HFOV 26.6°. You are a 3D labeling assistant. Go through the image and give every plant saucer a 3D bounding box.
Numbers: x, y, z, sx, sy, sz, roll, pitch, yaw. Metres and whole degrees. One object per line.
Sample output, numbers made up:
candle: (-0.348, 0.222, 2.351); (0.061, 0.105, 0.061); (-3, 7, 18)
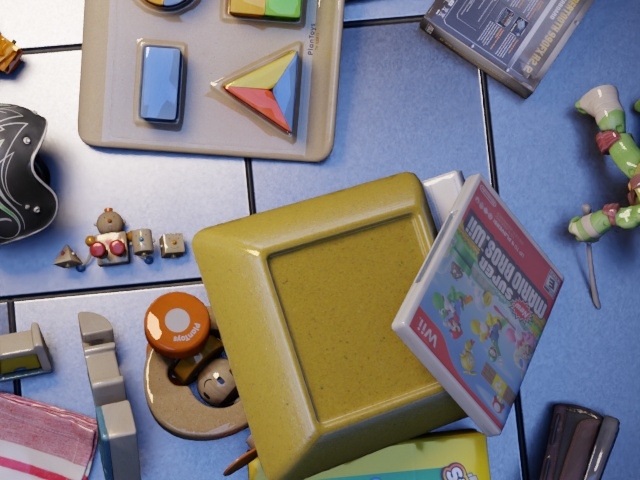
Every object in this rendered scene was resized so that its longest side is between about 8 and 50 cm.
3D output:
plant saucer: (0.046, 0.099, 1.682); (0.333, 0.081, 0.333); (-17, 87, -24)

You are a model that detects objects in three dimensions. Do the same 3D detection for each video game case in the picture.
video game case: (0.208, 0.077, 1.716); (0.204, 0.025, 0.285); (49, 47, -20)

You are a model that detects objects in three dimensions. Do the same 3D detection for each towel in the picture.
towel: (-0.441, 0.364, 1.771); (0.237, 0.037, 0.329); (15, 85, -1)

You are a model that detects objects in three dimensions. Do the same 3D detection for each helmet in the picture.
helmet: (-0.416, -0.091, 1.732); (0.169, 0.169, 0.161); (-21, 117, -4)

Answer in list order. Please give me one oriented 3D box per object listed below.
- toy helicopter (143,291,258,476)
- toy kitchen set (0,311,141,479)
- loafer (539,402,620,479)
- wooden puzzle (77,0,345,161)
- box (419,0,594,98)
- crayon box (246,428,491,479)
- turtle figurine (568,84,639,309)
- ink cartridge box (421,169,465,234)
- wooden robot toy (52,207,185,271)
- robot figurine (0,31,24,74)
toy helicopter: (-0.049, 0.166, 1.737); (0.355, 0.140, 0.235); (-14, 67, -13)
toy kitchen set: (-0.332, 0.215, 1.731); (0.166, 0.122, 0.207); (-10, 48, -12)
loafer: (0.297, 0.352, 1.766); (0.095, 0.109, 0.302); (23, 67, 15)
wooden puzzle: (-0.145, -0.273, 1.786); (0.348, 0.080, 0.322); (4, 96, -2)
box: (0.274, -0.340, 1.847); (0.183, 0.056, 0.231); (34, 85, -1)
crayon box: (0.074, 0.441, 1.755); (0.313, 0.106, 0.363); (-5, 85, -4)
turtle figurine: (0.429, -0.060, 1.813); (0.198, 0.274, 0.266); (-16, 65, 18)
ink cartridge box: (0.110, 0.023, 1.826); (0.224, 0.056, 0.181); (-18, 87, 15)
wooden robot toy: (-0.270, -0.009, 1.792); (0.173, 0.076, 0.079); (-7, 75, -4)
robot figurine: (-0.555, -0.276, 1.788); (0.291, 0.085, 0.211); (35, 85, 0)
